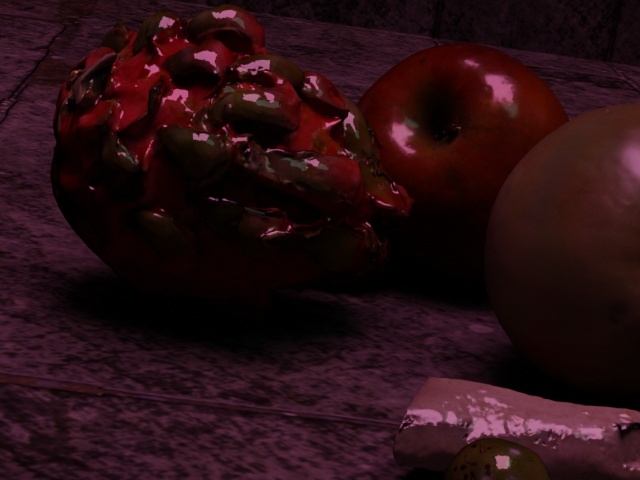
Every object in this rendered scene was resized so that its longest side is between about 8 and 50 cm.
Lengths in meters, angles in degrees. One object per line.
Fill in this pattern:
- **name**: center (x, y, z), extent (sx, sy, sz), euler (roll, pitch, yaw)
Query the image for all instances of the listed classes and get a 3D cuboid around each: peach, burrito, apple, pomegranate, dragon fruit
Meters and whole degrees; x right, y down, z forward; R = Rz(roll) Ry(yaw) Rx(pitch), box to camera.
- **peach**: center (0.271, 0.015, 1.245), extent (0.292, 0.247, 0.292), euler (-7, -8, -1)
- **burrito**: center (0.159, 0.137, 1.065), extent (0.226, 0.060, 0.087), euler (7, 20, -2)
- **apple**: center (0.137, -0.068, 1.499), extent (0.230, 0.230, 0.230), euler (8, 16, -2)
- **pomegranate**: center (0.104, 0.162, 0.958), extent (0.073, 0.084, 0.073), euler (18, -13, 4)
- **dragon fruit**: center (-0.075, -0.059, 1.295), extent (0.303, 0.237, 0.231), euler (26, 51, -6)

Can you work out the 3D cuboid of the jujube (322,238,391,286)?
- **jujube**: center (0.000, 0.000, 1.436), extent (0.129, 0.077, 0.077), euler (11, 16, 6)
